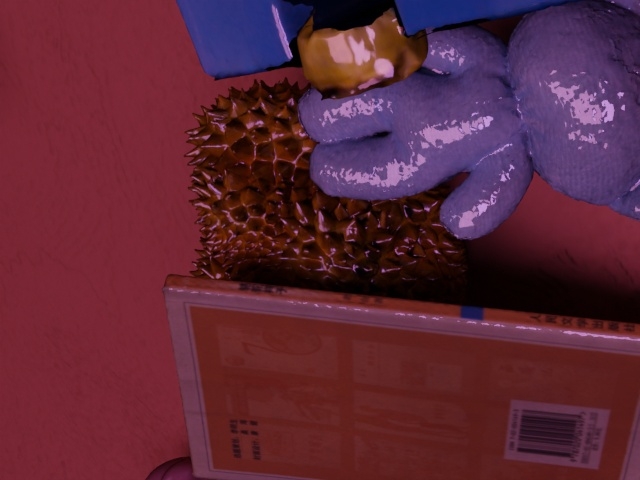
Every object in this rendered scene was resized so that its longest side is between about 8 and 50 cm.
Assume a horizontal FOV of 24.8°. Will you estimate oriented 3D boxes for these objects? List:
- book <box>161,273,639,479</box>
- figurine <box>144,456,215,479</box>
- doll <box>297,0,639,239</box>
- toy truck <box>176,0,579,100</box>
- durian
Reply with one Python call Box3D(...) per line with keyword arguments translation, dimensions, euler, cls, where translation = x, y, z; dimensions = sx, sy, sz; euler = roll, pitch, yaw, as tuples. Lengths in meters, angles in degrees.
Box3D(translation=(0.046, 0.085, 0.743), dimensions=(0.241, 0.018, 0.170), euler=(6, 139, 7), cls="book")
Box3D(translation=(-0.095, 0.189, 1.032), dimensions=(0.067, 0.071, 0.083), euler=(-99, 30, -45), cls="figurine")
Box3D(translation=(0.083, -0.058, 0.682), dimensions=(0.180, 0.075, 0.120), euler=(-8, 95, 29), cls="doll")
Box3D(translation=(0.091, -0.165, 0.553), dimensions=(0.385, 0.162, 0.161), euler=(-6, 110, 46), cls="toy truck")
Box3D(translation=(0.000, 0.000, 0.777), dimensions=(0.168, 0.137, 0.158), euler=(26, 142, 15), cls="durian")
